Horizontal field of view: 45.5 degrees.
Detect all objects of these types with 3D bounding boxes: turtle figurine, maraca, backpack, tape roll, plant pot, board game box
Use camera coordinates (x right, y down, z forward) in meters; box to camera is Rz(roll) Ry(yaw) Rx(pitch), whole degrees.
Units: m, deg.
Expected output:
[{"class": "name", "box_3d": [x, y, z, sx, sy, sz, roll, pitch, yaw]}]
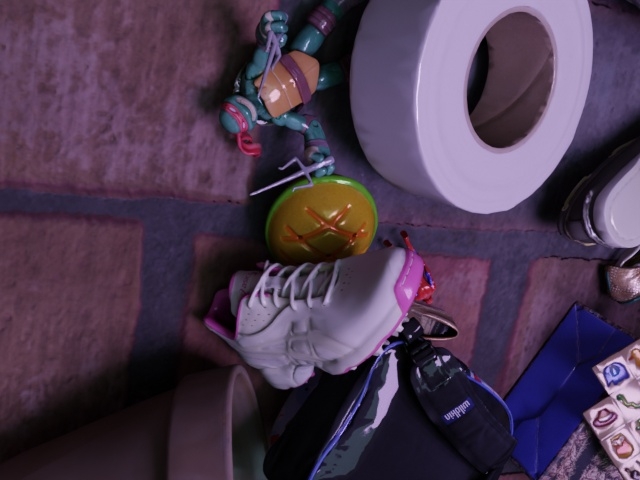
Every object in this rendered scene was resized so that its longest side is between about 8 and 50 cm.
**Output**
[{"class": "turtle figurine", "box_3d": [-0.027, -0.166, 0.787, 0.234, 0.118, 0.175, -43, 132, -19]}, {"class": "maraca", "box_3d": [0.000, 0.000, 0.866, 0.127, 0.099, 0.185, -1, 133, -7]}, {"class": "backpack", "box_3d": [0.088, 0.236, 0.904, 0.263, 0.213, 0.276, 33, 92, -26]}, {"class": "tape roll", "box_3d": [0.167, -0.176, 0.813, 0.286, 0.100, 0.286, -15, 115, -35]}, {"class": "plant pot", "box_3d": [-0.199, 0.309, 0.805, 0.281, 0.323, 0.322, -8, 111, 0]}, {"class": "board game box", "box_3d": [0.423, 0.267, 1.078, 0.291, 0.141, 0.232, 33, 95, -25]}]

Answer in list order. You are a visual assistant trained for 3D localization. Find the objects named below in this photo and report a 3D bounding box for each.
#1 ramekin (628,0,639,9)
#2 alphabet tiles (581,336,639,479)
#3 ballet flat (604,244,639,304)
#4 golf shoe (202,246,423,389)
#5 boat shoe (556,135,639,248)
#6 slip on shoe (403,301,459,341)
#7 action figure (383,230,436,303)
[{"class": "ramekin", "box_3d": [0.465, -0.326, 0.826, 0.273, 0.127, 0.272, -13, 151, -7]}, {"class": "alphabet tiles", "box_3d": [0.452, 0.200, 0.937, 0.237, 0.009, 0.198, -32, 87, -1]}, {"class": "ballet flat", "box_3d": [0.480, 0.011, 1.056, 0.206, 0.073, 0.067, -32, 101, -11]}, {"class": "golf shoe", "box_3d": [-0.020, 0.071, 0.793, 0.140, 0.306, 0.115, 34, 52, -16]}, {"class": "boat shoe", "box_3d": [0.424, -0.087, 0.982, 0.305, 0.091, 0.109, -34, 102, -27]}, {"class": "slip on shoe", "box_3d": [0.114, 0.103, 0.967, 0.136, 0.041, 0.051, 17, 101, -24]}, {"class": "action figure", "box_3d": [0.116, 0.038, 0.955, 0.038, 0.030, 0.115, -31, 120, -2]}]
